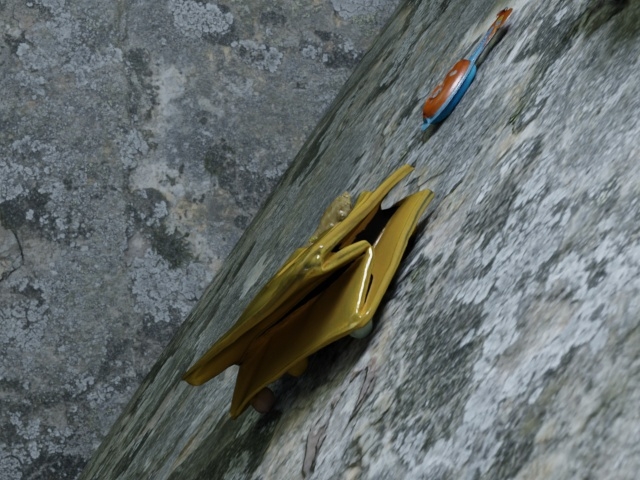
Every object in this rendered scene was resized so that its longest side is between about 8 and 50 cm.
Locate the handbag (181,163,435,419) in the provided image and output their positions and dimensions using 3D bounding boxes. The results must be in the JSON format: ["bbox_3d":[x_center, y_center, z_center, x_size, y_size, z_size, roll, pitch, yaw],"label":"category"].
[{"bbox_3d":[-0.011,0.075,1.396,0.401,0.133,0.283,-44,9,48],"label":"handbag"}]

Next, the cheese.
[{"bbox_3d":[0.242,-0.287,1.671,0.256,0.037,0.106,-55,11,1],"label":"cheese"}]

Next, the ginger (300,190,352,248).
[{"bbox_3d":[0.000,0.000,1.815,0.176,0.052,0.193,-47,12,14],"label":"ginger"}]
